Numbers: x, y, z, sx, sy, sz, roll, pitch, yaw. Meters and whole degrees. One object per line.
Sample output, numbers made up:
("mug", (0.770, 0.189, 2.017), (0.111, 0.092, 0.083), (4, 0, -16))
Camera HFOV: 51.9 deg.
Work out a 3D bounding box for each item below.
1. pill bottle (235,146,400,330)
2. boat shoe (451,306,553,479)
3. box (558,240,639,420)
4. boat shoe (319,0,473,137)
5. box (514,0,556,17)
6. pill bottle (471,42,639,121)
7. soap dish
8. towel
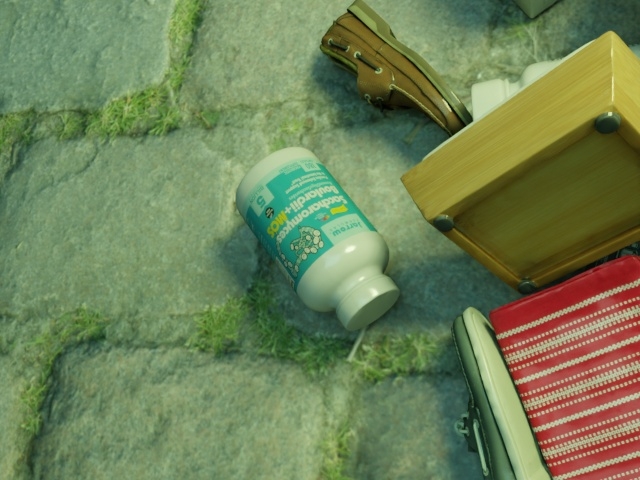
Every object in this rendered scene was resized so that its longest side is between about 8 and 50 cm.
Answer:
("pill bottle", (0.000, 0.000, 0.948), (0.146, 0.146, 0.264), (-40, 66, 6))
("boat shoe", (0.210, 0.244, 0.820), (0.099, 0.116, 0.319), (-26, 69, 29))
("box", (0.409, 0.109, 0.813), (0.184, 0.059, 0.232), (15, 81, 26))
("boat shoe", (0.111, -0.241, 1.005), (0.104, 0.111, 0.307), (-42, 56, 9))
("box", (0.385, -0.522, 0.913), (0.345, 0.215, 0.168), (-34, 65, 8))
("pill bottle", (0.349, -0.163, 0.857), (0.283, 0.160, 0.160), (-7, 73, 19))
("soap dish", (0.276, -0.067, 0.769), (0.291, 0.229, 0.118), (-35, 31, 37))
("towel", (0.336, 0.174, 0.771), (0.199, 0.031, 0.274), (-25, 75, 21))
